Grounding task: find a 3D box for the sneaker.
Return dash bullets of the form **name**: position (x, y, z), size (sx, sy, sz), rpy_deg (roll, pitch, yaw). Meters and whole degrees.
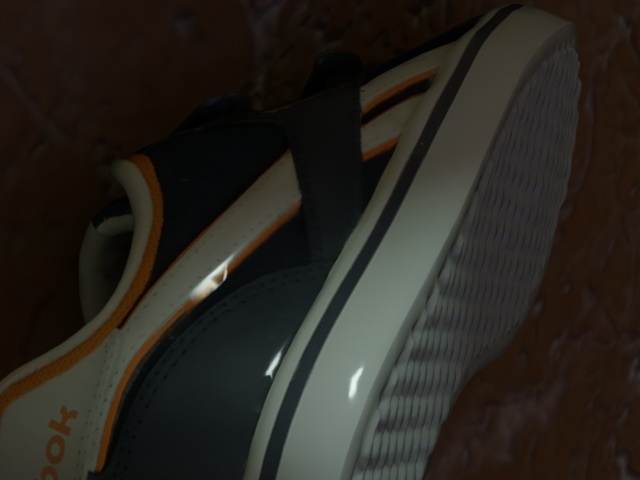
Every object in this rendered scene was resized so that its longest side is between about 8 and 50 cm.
- **sneaker**: position (0.000, 0.000, 0.661), size (0.321, 0.127, 0.126), rpy_deg (-50, 146, -57)
